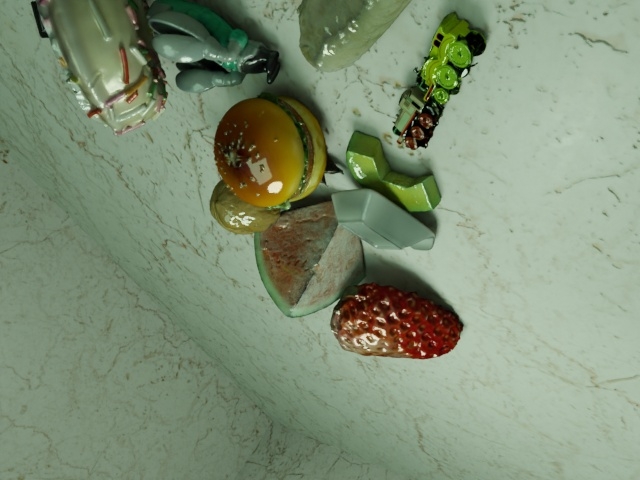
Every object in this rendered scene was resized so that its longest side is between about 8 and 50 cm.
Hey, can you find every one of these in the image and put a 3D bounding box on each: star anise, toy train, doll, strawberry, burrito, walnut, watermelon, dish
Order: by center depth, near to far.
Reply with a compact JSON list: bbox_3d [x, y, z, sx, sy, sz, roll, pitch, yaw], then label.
[{"bbox_3d":[0.059,-0.365,0.714,0.143,0.105,0.299,44,151,-4],"label":"burrito"},{"bbox_3d":[0.178,-0.238,0.818,0.085,0.053,0.250,41,151,10],"label":"toy train"},{"bbox_3d":[-0.218,-0.364,0.955,0.258,0.153,0.195,15,160,30],"label":"doll"},{"bbox_3d":[0.134,-0.024,1.079,0.234,0.064,0.154,30,166,-27],"label":"dish"},{"bbox_3d":[-0.025,-0.160,1.124,0.129,0.056,0.124,-26,116,41],"label":"star anise"},{"bbox_3d":[-0.177,-0.087,1.196,0.166,0.166,0.149,18,104,30],"label":"walnut"},{"bbox_3d":[-0.001,0.011,1.300,0.283,0.292,0.250,58,-163,11],"label":"watermelon"},{"bbox_3d":[0.191,0.235,1.301,0.335,0.149,0.265,15,149,1],"label":"strawberry"}]

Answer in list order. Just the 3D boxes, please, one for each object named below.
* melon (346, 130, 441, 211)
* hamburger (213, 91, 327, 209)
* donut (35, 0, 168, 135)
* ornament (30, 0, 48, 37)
[{"bbox_3d":[0.141,-0.124,1.008,0.209,0.064,0.118,26,144,14],"label":"melon"},{"bbox_3d":[-0.117,-0.173,1.036,0.246,0.170,0.246,14,114,34],"label":"hamburger"},{"bbox_3d":[-0.397,-0.393,0.960,0.382,0.142,0.383,165,90,-85],"label":"donut"},{"bbox_3d":[-0.573,-0.540,1.181,0.203,0.088,0.081,-5,107,34],"label":"ornament"}]
